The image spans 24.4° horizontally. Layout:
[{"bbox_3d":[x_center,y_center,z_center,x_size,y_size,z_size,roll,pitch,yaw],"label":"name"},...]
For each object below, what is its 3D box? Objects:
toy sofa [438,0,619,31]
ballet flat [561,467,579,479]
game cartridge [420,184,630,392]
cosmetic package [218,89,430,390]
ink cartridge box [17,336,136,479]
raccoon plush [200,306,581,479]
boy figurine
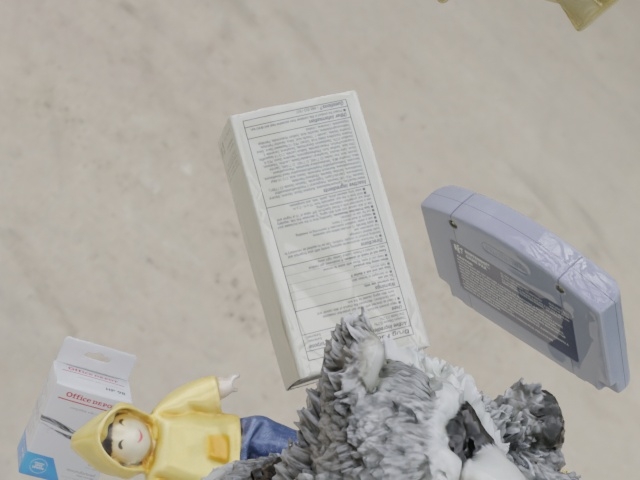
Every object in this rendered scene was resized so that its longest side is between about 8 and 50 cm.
[{"bbox_3d":[0.251,-0.386,1.826,0.362,0.150,0.177,0,56,-51],"label":"toy sofa"},{"bbox_3d":[0.367,0.365,2.118,0.057,0.049,0.173,8,15,-5],"label":"ballet flat"},{"bbox_3d":[0.251,0.051,1.809,0.062,0.198,0.297,-37,49,-23],"label":"game cartridge"},{"bbox_3d":[0.000,0.000,1.690,0.160,0.113,0.309,-12,80,-14],"label":"cosmetic package"},{"bbox_3d":[-0.311,0.223,1.897,0.104,0.180,0.060,18,21,-19],"label":"ink cartridge box"},{"bbox_3d":[-0.019,0.198,1.074,0.299,0.446,0.216,29,53,-42],"label":"raccoon plush"},{"bbox_3d":[-0.127,0.226,1.620,0.285,0.092,0.177,15,72,-17],"label":"boy figurine"}]
